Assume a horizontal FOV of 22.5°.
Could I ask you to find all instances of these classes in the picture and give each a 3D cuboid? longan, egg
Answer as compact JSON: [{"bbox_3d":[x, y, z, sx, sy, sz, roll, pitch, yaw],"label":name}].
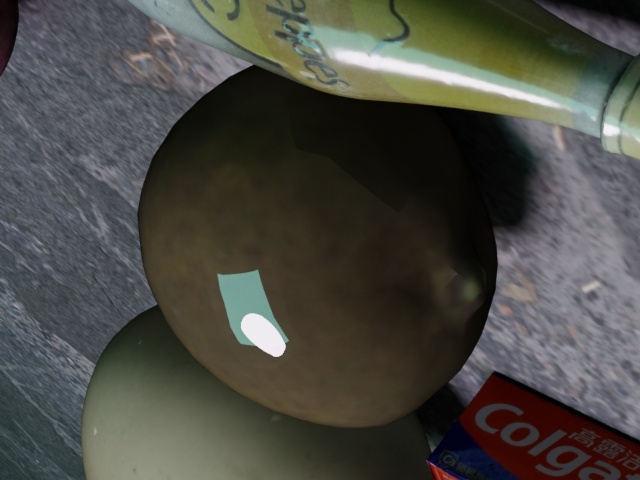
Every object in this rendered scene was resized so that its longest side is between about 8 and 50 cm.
[{"bbox_3d":[0.000,0.000,0.782,0.189,0.189,0.189,34,159,15],"label":"longan"},{"bbox_3d":[-0.042,0.154,1.092,0.269,0.219,0.219,51,162,14],"label":"egg"}]

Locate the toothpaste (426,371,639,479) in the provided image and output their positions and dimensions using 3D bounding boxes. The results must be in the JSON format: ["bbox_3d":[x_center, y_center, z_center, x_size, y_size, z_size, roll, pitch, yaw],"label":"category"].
[{"bbox_3d":[0.211,0.180,0.914,0.320,0.076,0.066,25,155,33],"label":"toothpaste"}]

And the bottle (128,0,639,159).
[{"bbox_3d":[0.028,-0.094,0.652,0.269,0.083,0.083,24,155,29],"label":"bottle"}]

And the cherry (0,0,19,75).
[{"bbox_3d":[-0.265,-0.146,0.972,0.176,0.140,0.176,11,145,8],"label":"cherry"}]
